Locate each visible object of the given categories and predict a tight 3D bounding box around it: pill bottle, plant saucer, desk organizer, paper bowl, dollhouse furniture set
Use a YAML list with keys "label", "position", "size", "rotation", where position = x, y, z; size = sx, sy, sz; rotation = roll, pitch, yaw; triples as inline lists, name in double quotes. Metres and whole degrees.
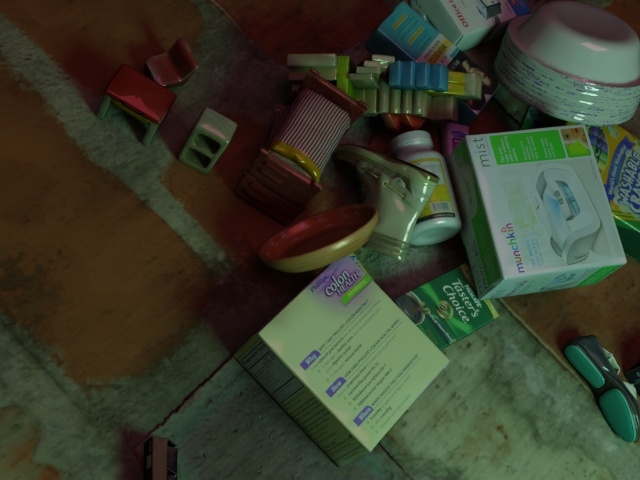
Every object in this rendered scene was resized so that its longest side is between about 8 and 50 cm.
- label: "pill bottle"
  position: [0.175, -0.092, 1.868]
  size: [0.103, 0.103, 0.184]
  rotation: [-2, 67, -25]
- label: "plant saucer"
  position: [0.000, 0.000, 1.706]
  size: [0.200, 0.200, 0.037]
  rotation: [-31, 109, -32]
- label: "desk organizer"
  position: [-0.219, 0.344, 1.523]
  size: [0.050, 0.047, 0.130]
  rotation: [8, 64, -23]
- label: "paper bowl"
  position: [0.481, -0.346, 2.032]
  size: [0.284, 0.148, 0.284]
  rotation: [11, 36, -8]
- label: "dollhouse furniture set"
  position: [-0.141, -0.213, 1.753]
  size: [0.374, 0.152, 0.201]
  rotation: [31, 58, -8]

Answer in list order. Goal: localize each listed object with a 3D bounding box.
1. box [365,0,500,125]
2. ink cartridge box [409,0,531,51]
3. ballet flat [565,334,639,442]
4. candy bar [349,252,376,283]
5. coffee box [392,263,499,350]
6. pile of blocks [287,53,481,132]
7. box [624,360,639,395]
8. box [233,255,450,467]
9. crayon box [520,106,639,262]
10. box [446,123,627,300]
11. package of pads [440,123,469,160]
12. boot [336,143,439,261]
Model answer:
- label: "box"
  position: [0.209, -0.326, 2.017]
  size: [0.244, 0.060, 0.100]
  rotation: [40, 57, -2]
- label: "ink cartridge box"
  position: [0.291, -0.454, 2.102]
  size: [0.191, 0.082, 0.139]
  rotation: [-25, 79, -33]
- label: "ballet flat"
  position: [0.506, 0.250, 1.879]
  size: [0.074, 0.074, 0.203]
  rotation: [-26, 77, -31]
- label: "candy bar"
  position: [0.068, 0.060, 1.800]
  size: [0.040, 0.018, 0.161]
  rotation: [-31, 81, -32]
- label: "coffee box"
  position: [0.204, 0.118, 1.808]
  size: [0.184, 0.040, 0.113]
  rotation: [-21, 76, -38]
- label: "pile of blocks"
  position: [0.115, -0.248, 1.869]
  size: [0.362, 0.149, 0.112]
  rotation: [2, 87, -13]
- label: "box"
  position: [0.656, 0.252, 1.928]
  size: [0.156, 0.093, 0.158]
  rotation: [-29, 80, -32]
- label: "box"
  position: [0.033, 0.182, 1.669]
  size: [0.243, 0.117, 0.213]
  rotation: [46, 57, 1]
- label: "crayon box"
  position: [0.524, -0.127, 2.052]
  size: [0.323, 0.083, 0.203]
  rotation: [30, 58, -8]
- label: "box"
  position: [0.359, -0.049, 1.848]
  size: [0.231, 0.127, 0.262]
  rotation: [-6, 71, -16]
- label: "package of pads"
  position: [0.247, -0.175, 1.981]
  size: [0.050, 0.032, 0.083]
  rotation: [8, 64, -17]
- label: "boot"
  position: [0.086, -0.066, 1.820]
  size: [0.077, 0.213, 0.165]
  rotation: [13, 99, -49]
